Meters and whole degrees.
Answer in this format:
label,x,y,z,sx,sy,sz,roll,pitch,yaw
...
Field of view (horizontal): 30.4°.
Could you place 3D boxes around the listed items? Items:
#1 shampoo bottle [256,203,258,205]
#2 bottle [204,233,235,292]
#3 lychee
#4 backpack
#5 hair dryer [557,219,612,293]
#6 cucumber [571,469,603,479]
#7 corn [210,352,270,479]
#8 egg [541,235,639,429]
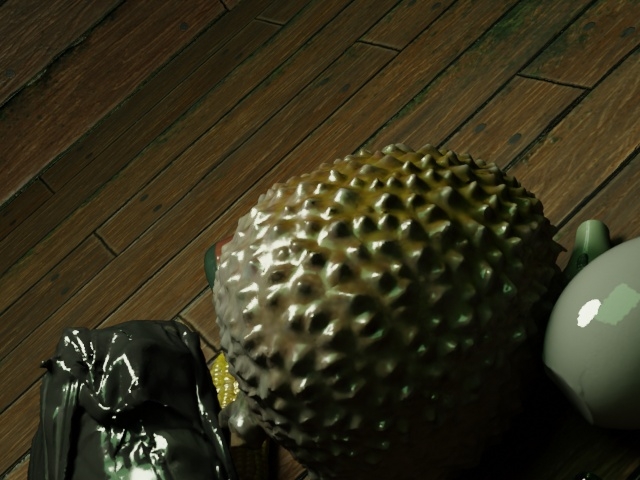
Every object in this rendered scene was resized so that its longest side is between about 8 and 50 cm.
label,x,y,z,sx,sy,sz,roll,pitch,yaw
shampoo bottle,-0.070,-0.009,1.940,0.056,0.056,0.195,-36,26,6
bottle,0.000,0.000,1.753,0.336,0.144,0.144,-28,28,15
lychee,0.063,0.077,1.290,0.432,0.380,0.380,-41,27,-4
backpack,-0.223,0.322,1.333,0.446,0.254,0.363,62,141,45
hair dryer,0.361,0.022,1.357,0.224,0.088,0.219,-23,24,2
cucumber,0.255,0.250,1.089,0.048,0.105,0.048,-20,39,17
corn,-0.107,0.255,1.534,0.101,0.101,0.292,-30,31,15
egg,0.333,0.083,1.166,0.232,0.176,0.176,-37,26,-9
